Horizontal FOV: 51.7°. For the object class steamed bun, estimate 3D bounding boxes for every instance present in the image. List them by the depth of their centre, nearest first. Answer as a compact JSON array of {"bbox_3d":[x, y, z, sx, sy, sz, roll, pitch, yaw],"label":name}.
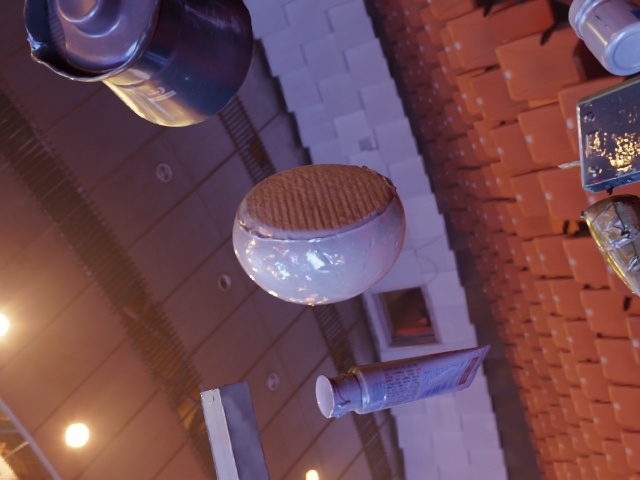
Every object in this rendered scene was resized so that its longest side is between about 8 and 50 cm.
[{"bbox_3d":[0.000,0.000,1.418,0.374,0.375,0.241,-49,-41,-52],"label":"steamed bun"}]

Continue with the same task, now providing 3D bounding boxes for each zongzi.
[{"bbox_3d":[0.577,0.008,1.229,0.195,0.099,0.197,-15,-100,-54],"label":"zongzi"}]

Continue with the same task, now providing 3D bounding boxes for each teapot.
[{"bbox_3d":[-0.272,-0.379,1.129,0.305,0.376,0.362,61,-164,5],"label":"teapot"}]

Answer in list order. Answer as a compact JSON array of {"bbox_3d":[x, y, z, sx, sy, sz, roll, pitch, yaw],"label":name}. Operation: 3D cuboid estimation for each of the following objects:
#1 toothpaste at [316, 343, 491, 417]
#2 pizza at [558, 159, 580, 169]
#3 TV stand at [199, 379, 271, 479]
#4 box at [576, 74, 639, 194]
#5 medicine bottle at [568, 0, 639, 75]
[{"bbox_3d":[0.111,0.178,0.833,0.234,0.089,0.057,-4,-139,-24],"label":"toothpaste"},{"bbox_3d":[0.630,-0.190,1.668,0.037,0.083,0.016,-1,-92,-19],"label":"pizza"},{"bbox_3d":[-0.185,0.453,1.462,0.088,0.083,0.269,-4,-103,-46],"label":"TV stand"},{"bbox_3d":[0.580,-0.200,1.150,0.045,0.270,0.210,18,-112,-37],"label":"box"},{"bbox_3d":[0.522,-0.377,1.176,0.105,0.105,0.168,47,-157,-40],"label":"medicine bottle"}]
